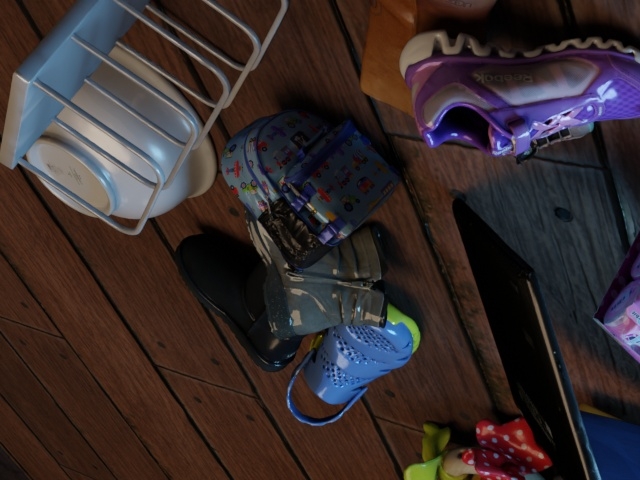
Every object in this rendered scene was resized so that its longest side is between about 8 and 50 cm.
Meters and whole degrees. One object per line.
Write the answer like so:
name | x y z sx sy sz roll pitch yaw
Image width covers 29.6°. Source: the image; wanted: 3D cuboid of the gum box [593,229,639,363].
gum box | 0.338 0.040 1.118 0.107 0.188 0.062 41 149 -9

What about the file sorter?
file sorter | -0.181 -0.176 1.279 0.173 0.277 0.193 34 151 -4

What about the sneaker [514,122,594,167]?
sneaker | 0.213 -0.097 1.177 0.098 0.069 0.038 2 137 46

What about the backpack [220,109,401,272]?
backpack | -0.017 -0.078 1.378 0.173 0.158 0.117 49 142 0

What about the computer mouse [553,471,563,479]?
computer mouse | 0.393 0.349 1.645 0.189 0.072 0.272 15 157 30

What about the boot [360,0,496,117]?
boot | 0.052 -0.240 1.159 0.264 0.096 0.280 19 155 14

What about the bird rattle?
bird rattle | 0.249 0.335 1.765 0.207 0.143 0.254 38 140 -28

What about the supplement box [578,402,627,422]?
supplement box | 0.398 0.285 1.460 0.233 0.078 0.080 21 153 39

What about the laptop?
laptop | 0.329 0.141 1.235 0.382 0.236 0.407 -108 -2 -78

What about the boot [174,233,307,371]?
boot | -0.081 0.042 1.680 0.246 0.094 0.207 51 137 13

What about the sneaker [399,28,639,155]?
sneaker | 0.185 -0.120 1.079 0.237 0.104 0.095 3 150 7

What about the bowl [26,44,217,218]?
bowl | -0.296 -0.126 1.617 0.298 0.134 0.298 26 149 17

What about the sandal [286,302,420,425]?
sandal | 0.037 0.175 1.696 0.126 0.138 0.317 37 149 4

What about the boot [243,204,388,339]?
boot | 0.000 0.000 1.528 0.161 0.083 0.246 -12 95 11
